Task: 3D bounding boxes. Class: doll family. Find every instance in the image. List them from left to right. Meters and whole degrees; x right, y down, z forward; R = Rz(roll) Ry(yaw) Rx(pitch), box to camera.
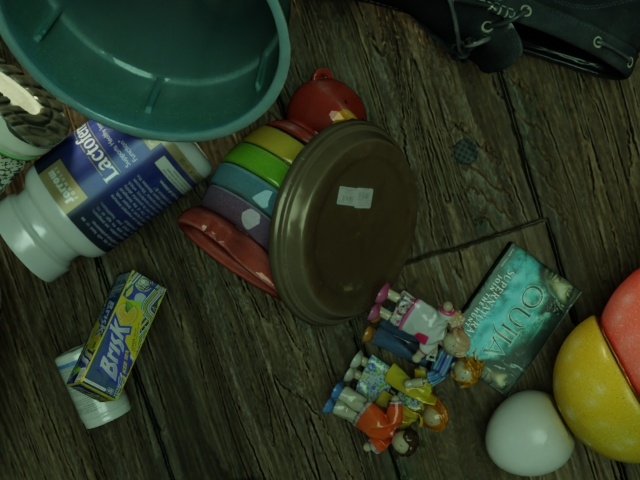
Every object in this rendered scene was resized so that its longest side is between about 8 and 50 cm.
[{"bbox_3d":[0.129,0.172,1.332,0.163,0.118,0.263,29,115,12],"label":"doll family"}]

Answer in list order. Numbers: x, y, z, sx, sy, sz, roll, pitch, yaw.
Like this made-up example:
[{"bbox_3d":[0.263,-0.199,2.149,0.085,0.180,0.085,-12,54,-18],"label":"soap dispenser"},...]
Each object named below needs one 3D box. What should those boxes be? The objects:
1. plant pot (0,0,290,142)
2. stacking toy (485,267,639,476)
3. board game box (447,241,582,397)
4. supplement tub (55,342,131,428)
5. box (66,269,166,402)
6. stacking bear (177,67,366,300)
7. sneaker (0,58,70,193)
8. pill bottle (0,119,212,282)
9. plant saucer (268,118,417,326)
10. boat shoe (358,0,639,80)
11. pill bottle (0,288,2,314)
[{"bbox_3d":[-0.164,-0.354,1.159,0.341,0.341,0.334,19,52,-5],"label":"plant pot"},{"bbox_3d":[0.433,0.180,1.307,0.480,0.350,0.350,-29,94,13],"label":"stacking toy"},{"bbox_3d":[0.269,0.112,1.398,0.126,0.026,0.186,35,90,-4],"label":"board game box"},{"bbox_3d":[-0.311,0.195,1.341,0.071,0.071,0.107,-22,94,-3],"label":"supplement tub"},{"bbox_3d":[-0.271,0.128,1.307,0.059,0.054,0.169,34,62,-25],"label":"box"},{"bbox_3d":[-0.044,-0.091,1.304,0.175,0.164,0.289,42,77,-29],"label":"stacking bear"},{"bbox_3d":[-0.523,-0.192,1.214,0.410,0.158,0.182,39,111,1],"label":"sneaker"},{"bbox_3d":[-0.288,-0.072,1.288,0.265,0.153,0.153,-38,95,-1],"label":"pill bottle"},{"bbox_3d":[0.041,-0.018,1.278,0.278,0.041,0.277,-18,115,-44],"label":"plant saucer"},{"bbox_3d":[0.214,-0.301,1.284,0.500,0.187,0.156,5,97,-16],"label":"boat shoe"},{"bbox_3d":[-0.530,0.152,1.245,0.229,0.229,0.407,5,92,-4],"label":"pill bottle"}]
